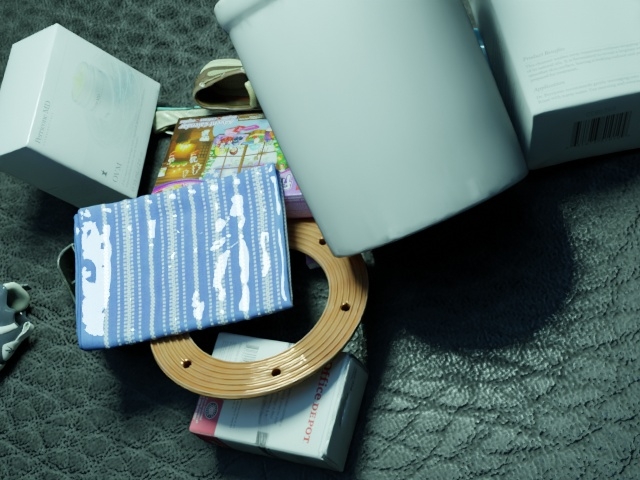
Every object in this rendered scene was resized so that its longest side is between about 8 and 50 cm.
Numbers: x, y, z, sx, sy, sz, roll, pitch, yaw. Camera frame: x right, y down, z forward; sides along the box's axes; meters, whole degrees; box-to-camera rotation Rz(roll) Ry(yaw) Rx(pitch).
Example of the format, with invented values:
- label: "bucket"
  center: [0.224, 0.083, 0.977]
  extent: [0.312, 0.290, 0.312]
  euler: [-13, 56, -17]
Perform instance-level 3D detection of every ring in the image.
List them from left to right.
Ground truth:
- label: "ring"
  center: [-0.090, 0.097, 1.700]
  extent: [0.336, 0.032, 0.336]
  euler: [-9, 46, 10]

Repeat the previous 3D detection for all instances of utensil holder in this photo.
- label: "utensil holder"
  center: [0.080, -0.211, 1.609]
  extent: [0.327, 0.327, 0.385]
  euler: [-24, 95, 10]

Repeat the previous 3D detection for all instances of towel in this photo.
- label: "towel"
  center: [-0.211, 0.023, 1.718]
  extent: [0.336, 0.040, 0.243]
  euler: [-13, 62, 13]

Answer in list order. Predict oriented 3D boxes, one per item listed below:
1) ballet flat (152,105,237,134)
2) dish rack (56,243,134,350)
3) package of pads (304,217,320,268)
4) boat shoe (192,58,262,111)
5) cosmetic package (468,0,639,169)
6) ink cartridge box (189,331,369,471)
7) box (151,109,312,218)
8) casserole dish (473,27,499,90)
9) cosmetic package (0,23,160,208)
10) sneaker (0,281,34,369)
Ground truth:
- label: "ballet flat"
  center: [-0.212, -0.203, 1.969]
  extent: [0.168, 0.057, 0.052]
  euler: [0, 95, 26]
- label: "dish rack"
  center: [-0.269, 0.035, 1.860]
  extent: [0.271, 0.074, 0.208]
  euler: [-36, 59, 2]
- label: "package of pads"
  center: [0.000, 0.000, 1.792]
  extent: [0.050, 0.032, 0.083]
  euler: [-13, 63, 14]
- label: "boat shoe"
  center: [-0.087, -0.244, 1.855]
  extent: [0.257, 0.095, 0.095]
  euler: [-5, 32, 27]
- label: "cosmetic package"
  center: [0.353, -0.317, 1.705]
  extent: [0.217, 0.156, 0.385]
  euler: [-11, 60, 0]
- label: "ink cartridge box"
  center: [-0.057, 0.232, 1.673]
  extent: [0.218, 0.092, 0.158]
  euler: [6, 69, 26]
- label: "box"
  center: [-0.108, -0.121, 1.838]
  extent: [0.293, 0.057, 0.201]
  euler: [-3, 48, 17]
- label: "casserole dish"
  center: [0.229, -0.278, 1.828]
  extent: [0.188, 0.037, 0.114]
  euler: [5, 68, 23]
- label: "cosmetic package"
  center: [-0.407, -0.197, 1.914]
  extent: [0.138, 0.225, 0.224]
  euler: [-13, 60, 43]
- label: "sneaker"
  center: [-0.560, 0.099, 1.935]
  extent: [0.153, 0.094, 0.235]
  euler: [-39, 59, 0]
